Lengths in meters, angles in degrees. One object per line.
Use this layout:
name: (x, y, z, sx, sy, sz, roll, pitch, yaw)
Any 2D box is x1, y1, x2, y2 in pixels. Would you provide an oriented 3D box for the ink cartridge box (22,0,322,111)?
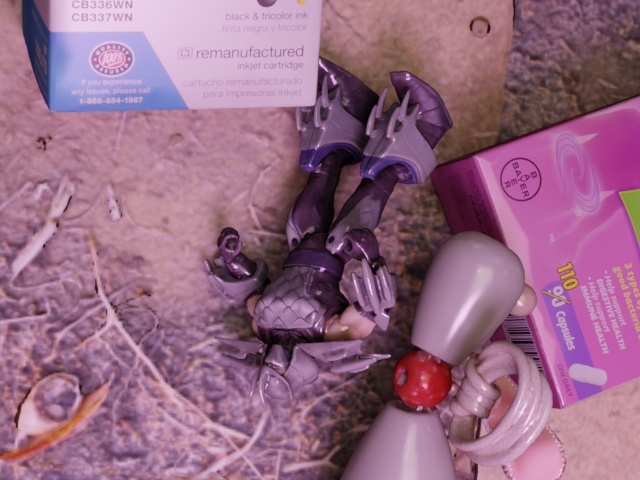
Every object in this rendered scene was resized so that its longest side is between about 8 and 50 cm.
ink cartridge box: (-0.111, -0.252, 1.202, 0.198, 0.197, 0.270, -3, 115, -14)

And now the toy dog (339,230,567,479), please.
toy dog: (0.102, 0.176, 1.278, 0.161, 0.220, 0.334, 18, 118, -31)

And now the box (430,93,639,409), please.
box: (0.247, -0.003, 1.372, 0.243, 0.117, 0.213, -19, 92, -15)

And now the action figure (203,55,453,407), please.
action figure: (0.000, 0.000, 1.295, 0.099, 0.185, 0.285, 45, 58, -48)
